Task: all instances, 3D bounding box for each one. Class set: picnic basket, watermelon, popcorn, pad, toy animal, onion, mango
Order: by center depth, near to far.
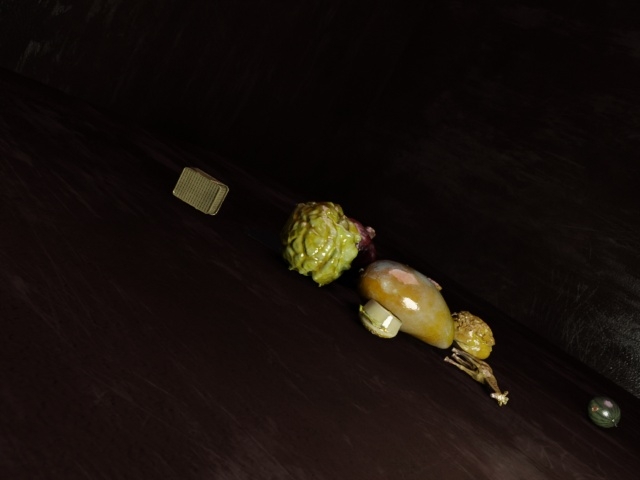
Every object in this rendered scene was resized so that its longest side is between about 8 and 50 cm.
[{"bbox_3d":[0.481,0.404,1.709,0.149,0.054,0.275,19,14,-36],"label":"toy animal"},{"bbox_3d":[0.280,0.200,1.797,0.384,0.199,0.221,39,-3,-9],"label":"mango"},{"bbox_3d":[-0.005,0.007,1.836,0.282,0.247,0.282,33,18,-12],"label":"popcorn"},{"bbox_3d":[-0.411,-0.171,1.955,0.164,0.115,0.079,30,11,8],"label":"picnic basket"},{"bbox_3d":[1.001,0.609,1.996,0.105,0.105,0.133,26,15,-19],"label":"watermelon"},{"bbox_3d":[0.111,0.021,2.080,0.252,0.219,0.252,39,-31,30],"label":"onion"},{"bbox_3d":[-0.170,0.003,2.081,0.181,0.004,0.267,31,9,13],"label":"pad"}]

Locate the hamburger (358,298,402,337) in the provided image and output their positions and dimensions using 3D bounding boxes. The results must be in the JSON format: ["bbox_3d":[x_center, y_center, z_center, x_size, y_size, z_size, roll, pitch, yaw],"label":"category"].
[{"bbox_3d":[0.165,0.227,1.634,0.127,0.081,0.141,38,0,35],"label":"hamburger"}]

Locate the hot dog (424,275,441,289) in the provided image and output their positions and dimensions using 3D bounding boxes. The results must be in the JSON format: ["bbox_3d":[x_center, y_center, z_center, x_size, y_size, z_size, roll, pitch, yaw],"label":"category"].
[{"bbox_3d":[0.377,0.200,2.350,0.123,0.093,0.262,44,-21,-21],"label":"hot dog"}]

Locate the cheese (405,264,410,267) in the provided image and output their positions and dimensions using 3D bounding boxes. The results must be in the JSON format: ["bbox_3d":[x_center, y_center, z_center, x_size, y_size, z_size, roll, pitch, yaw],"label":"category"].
[{"bbox_3d":[0.392,0.189,2.461,0.097,0.037,0.192,-12,-62,53],"label":"cheese"}]

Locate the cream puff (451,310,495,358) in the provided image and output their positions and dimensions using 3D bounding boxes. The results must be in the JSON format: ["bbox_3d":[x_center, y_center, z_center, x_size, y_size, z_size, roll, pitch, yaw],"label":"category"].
[{"bbox_3d":[0.537,0.332,2.037,0.189,0.129,0.189,31,7,-4],"label":"cream puff"}]
